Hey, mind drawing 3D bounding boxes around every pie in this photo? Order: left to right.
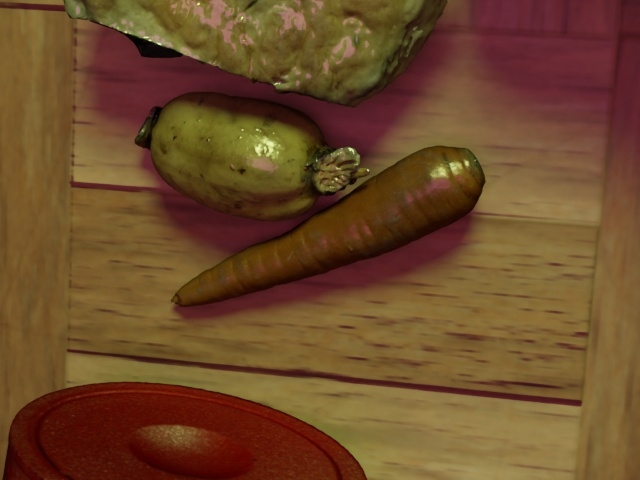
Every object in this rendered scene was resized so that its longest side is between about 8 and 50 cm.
[{"bbox_3d":[-0.031,-0.171,0.552,0.218,0.052,0.185,20,114,0],"label":"pie"}]

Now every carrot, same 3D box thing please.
[{"bbox_3d":[0.000,0.000,0.629,0.216,0.048,0.048,-25,93,17],"label":"carrot"}]

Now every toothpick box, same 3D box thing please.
[{"bbox_3d":[-0.104,0.273,0.600,0.204,0.204,0.333,14,101,7],"label":"toothpick box"}]

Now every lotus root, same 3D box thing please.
[{"bbox_3d":[-0.043,-0.049,0.616,0.152,0.063,0.072,10,89,15],"label":"lotus root"}]
